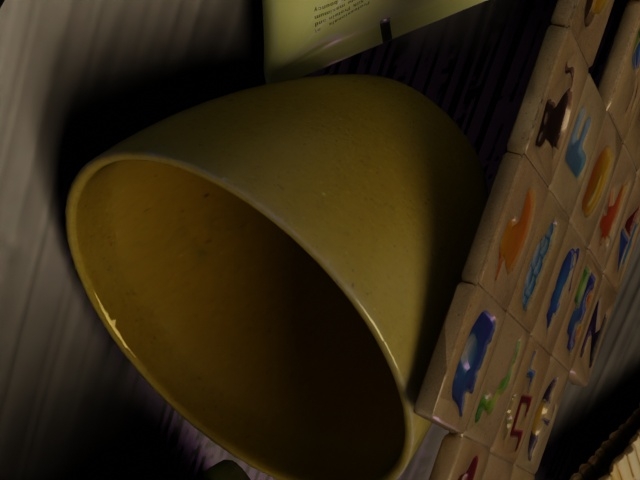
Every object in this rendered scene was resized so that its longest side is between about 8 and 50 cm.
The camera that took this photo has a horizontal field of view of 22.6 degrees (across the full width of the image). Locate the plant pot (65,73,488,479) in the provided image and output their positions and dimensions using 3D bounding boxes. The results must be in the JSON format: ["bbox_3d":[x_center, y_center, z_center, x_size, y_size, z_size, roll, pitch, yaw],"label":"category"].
[{"bbox_3d":[0.000,0.000,0.513,0.095,0.134,0.134,-46,141,-32],"label":"plant pot"}]

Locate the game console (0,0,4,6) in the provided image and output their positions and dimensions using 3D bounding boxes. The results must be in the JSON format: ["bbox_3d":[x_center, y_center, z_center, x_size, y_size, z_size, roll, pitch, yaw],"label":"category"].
[{"bbox_3d":[-0.092,-0.105,0.386,0.085,0.124,0.144,29,101,-19],"label":"game console"}]

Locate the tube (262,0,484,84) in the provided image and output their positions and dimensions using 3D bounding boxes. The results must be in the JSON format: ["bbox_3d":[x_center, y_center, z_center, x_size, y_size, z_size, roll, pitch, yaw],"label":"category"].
[{"bbox_3d":[0.007,-0.148,0.455,0.240,0.070,0.062,79,23,-46],"label":"tube"}]

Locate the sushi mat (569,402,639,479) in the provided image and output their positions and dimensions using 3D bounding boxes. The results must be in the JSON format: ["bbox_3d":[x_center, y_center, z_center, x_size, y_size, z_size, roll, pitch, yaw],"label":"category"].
[{"bbox_3d":[0.211,0.162,0.847,0.151,0.019,0.316,-47,138,-18],"label":"sushi mat"}]

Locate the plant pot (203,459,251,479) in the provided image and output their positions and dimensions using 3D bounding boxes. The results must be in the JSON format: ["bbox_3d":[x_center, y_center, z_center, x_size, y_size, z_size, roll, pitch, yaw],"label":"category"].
[{"bbox_3d":[-0.095,0.249,0.533,0.253,0.276,0.276,-21,132,-11],"label":"plant pot"}]

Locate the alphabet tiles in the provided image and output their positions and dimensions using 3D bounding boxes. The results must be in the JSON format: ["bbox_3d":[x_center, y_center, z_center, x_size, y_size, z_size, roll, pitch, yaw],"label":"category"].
[{"bbox_3d":[0.084,-0.002,0.541,0.237,0.009,0.198,-70,159,-7],"label":"alphabet tiles"}]
